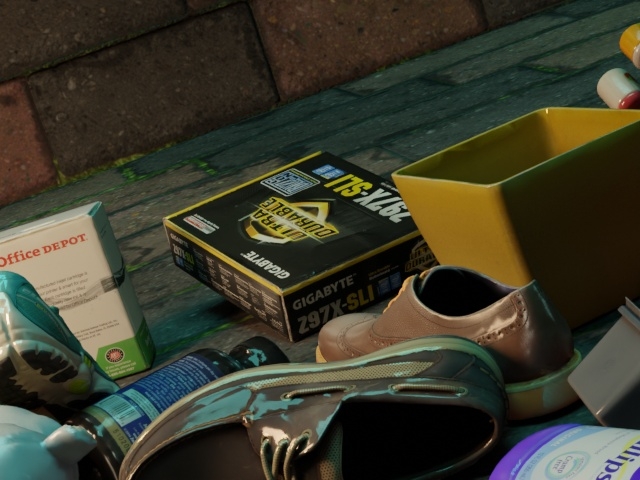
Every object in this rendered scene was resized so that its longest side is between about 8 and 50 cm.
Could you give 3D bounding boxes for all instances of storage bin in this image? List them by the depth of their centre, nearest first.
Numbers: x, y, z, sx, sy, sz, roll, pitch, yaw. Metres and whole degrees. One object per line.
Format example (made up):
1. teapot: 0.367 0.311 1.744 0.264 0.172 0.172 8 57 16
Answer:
1. storage bin: 0.271 0.122 1.399 0.091 0.098 0.135 -45 13 6

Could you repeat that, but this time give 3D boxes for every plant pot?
1. plant pot: 0.234 -0.016 1.748 0.212 0.187 0.212 -24 16 -22

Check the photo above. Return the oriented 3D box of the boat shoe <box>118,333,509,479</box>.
1. boat shoe: -0.006 0.174 1.441 0.355 0.132 0.130 -20 14 -1

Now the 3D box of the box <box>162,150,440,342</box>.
1. box: -0.014 -0.002 2.114 0.257 0.079 0.322 -22 27 -24

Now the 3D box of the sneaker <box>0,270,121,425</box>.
1. sneaker: -0.258 0.112 1.599 0.107 0.110 0.275 -17 -25 -1

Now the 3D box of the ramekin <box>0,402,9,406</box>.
1. ramekin: -0.361 0.179 1.626 0.127 0.273 0.273 -5 16 7

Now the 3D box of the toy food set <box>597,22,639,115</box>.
1. toy food set: 0.385 -0.121 1.784 0.111 0.232 0.104 -38 43 7

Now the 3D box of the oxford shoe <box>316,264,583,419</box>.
1. oxford shoe: 0.113 0.083 1.633 0.130 0.133 0.363 -29 17 -35

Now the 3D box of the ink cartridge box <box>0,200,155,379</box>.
1. ink cartridge box: -0.309 0.073 2.050 0.153 0.208 0.087 -17 14 6

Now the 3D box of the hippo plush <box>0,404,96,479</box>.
1. hippo plush: -0.248 0.252 1.218 0.234 0.237 0.294 -19 14 -5

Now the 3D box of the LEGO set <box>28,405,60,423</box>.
1. LEGO set: -0.324 0.222 1.434 0.107 0.132 0.287 15 46 7

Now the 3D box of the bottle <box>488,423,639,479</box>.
1. bottle: 0.248 0.186 1.144 0.118 0.092 0.283 -27 16 -37

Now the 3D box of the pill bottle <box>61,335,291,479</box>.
1. pill bottle: -0.129 0.178 1.595 0.219 0.123 0.123 -26 16 -29
